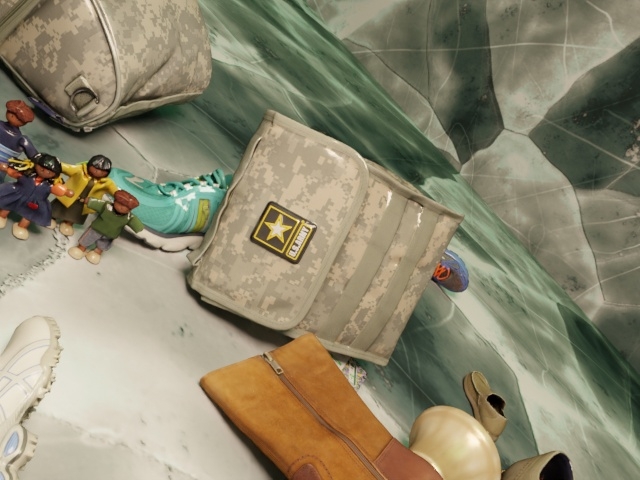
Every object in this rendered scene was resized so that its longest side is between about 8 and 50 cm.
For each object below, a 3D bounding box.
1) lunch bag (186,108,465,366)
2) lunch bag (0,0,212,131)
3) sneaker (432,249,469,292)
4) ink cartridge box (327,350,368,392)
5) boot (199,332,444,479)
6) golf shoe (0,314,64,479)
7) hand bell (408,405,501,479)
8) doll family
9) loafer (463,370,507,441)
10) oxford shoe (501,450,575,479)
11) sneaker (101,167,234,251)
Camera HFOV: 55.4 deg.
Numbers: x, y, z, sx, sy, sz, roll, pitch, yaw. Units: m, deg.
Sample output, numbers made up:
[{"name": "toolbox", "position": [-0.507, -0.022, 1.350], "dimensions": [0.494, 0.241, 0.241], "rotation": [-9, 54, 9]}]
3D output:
[{"name": "lunch bag", "position": [0.000, 0.000, 0.769], "dimensions": [0.287, 0.235, 0.169], "rotation": [23, 7, -31]}, {"name": "lunch bag", "position": [-0.300, -0.298, 0.861], "dimensions": [0.256, 0.212, 0.305], "rotation": [59, 24, -7]}, {"name": "sneaker", "position": [0.231, 0.042, 1.346], "dimensions": [0.221, 0.083, 0.087], "rotation": [40, 35, 5]}, {"name": "ink cartridge box", "position": [0.018, 0.180, 0.780], "dimensions": [0.063, 0.029, 0.115], "rotation": [45, 22, 5]}, {"name": "boot", "position": [-0.024, 0.215, 0.557], "dimensions": [0.264, 0.096, 0.280], "rotation": [-22, 53, -36]}, {"name": "golf shoe", "position": [-0.239, 0.110, 0.430], "dimensions": [0.086, 0.069, 0.176], "rotation": [26, 27, -24]}, {"name": "hand bell", "position": [0.083, 0.277, 0.661], "dimensions": [0.242, 0.126, 0.126], "rotation": [-9, 54, -47]}, {"name": "doll family", "position": [-0.269, -0.059, 0.613], "dimensions": [0.193, 0.111, 0.076], "rotation": [24, 29, -38]}, {"name": "loafer", "position": [0.286, 0.274, 1.037], "dimensions": [0.056, 0.050, 0.148], "rotation": [35, 24, -21]}, {"name": "oxford shoe", "position": [0.265, 0.374, 0.717], "dimensions": [0.123, 0.130, 0.348], "rotation": [40, 22, -7]}, {"name": "sneaker", "position": [-0.161, -0.052, 0.786], "dimensions": [0.275, 0.110, 0.107], "rotation": [12, 38, -51]}]
